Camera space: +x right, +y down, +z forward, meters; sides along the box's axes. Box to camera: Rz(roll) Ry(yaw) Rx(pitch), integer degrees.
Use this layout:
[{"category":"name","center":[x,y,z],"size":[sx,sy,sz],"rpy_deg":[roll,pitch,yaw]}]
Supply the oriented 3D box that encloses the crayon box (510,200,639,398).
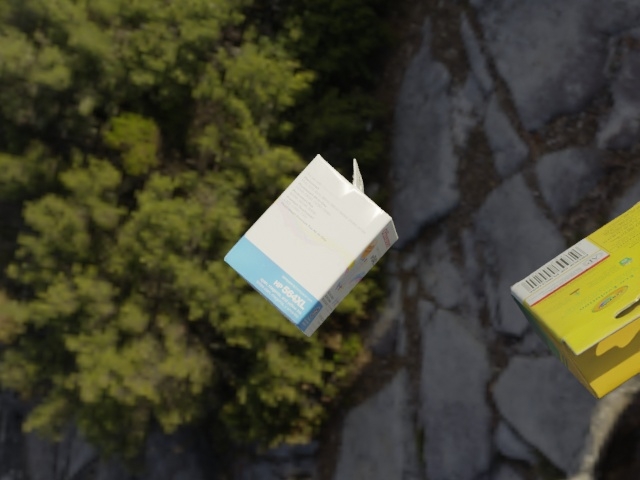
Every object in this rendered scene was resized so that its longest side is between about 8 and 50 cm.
[{"category":"crayon box","center":[0.337,0.061,1.421],"size":[0.202,0.081,0.318],"rpy_deg":[-34,9,4]}]

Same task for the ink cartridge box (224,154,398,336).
[{"category":"ink cartridge box","center":[0.000,0.000,1.163],"size":[0.090,0.092,0.143],"rpy_deg":[42,86,12]}]
